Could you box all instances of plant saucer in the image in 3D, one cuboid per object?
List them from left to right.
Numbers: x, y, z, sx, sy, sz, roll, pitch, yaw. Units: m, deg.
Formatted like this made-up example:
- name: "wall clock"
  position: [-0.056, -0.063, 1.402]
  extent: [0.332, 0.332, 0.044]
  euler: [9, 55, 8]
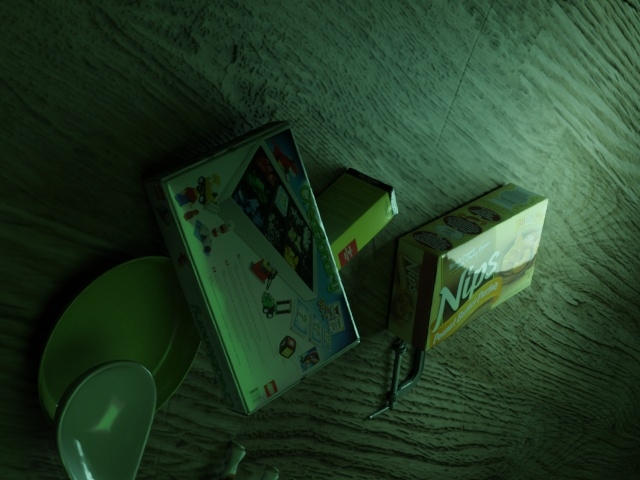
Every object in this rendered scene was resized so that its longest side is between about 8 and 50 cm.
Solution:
- name: "plant saucer"
  position: [-0.238, 0.123, 1.194]
  extent: [0.241, 0.037, 0.241]
  euler: [-30, 134, -38]

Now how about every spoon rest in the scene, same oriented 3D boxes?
- name: "spoon rest"
  position: [-0.256, 0.263, 1.160]
  extent: [0.137, 0.084, 0.276]
  euler: [-8, 120, -49]

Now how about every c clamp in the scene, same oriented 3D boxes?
- name: "c clamp"
  position: [0.144, 0.224, 1.748]
  extent: [0.137, 0.022, 0.161]
  euler: [-18, 126, -44]

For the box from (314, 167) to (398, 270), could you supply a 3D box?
- name: "box"
  position: [0.000, 0.000, 1.371]
  extent: [0.232, 0.087, 0.058]
  euler: [-43, 141, -26]

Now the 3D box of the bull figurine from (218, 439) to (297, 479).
- name: "bull figurine"
  position: [-0.117, 0.413, 1.479]
  extent: [0.188, 0.101, 0.310]
  euler: [-57, 144, -11]

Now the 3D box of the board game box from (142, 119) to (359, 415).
- name: "board game box"
  position: [-0.075, 0.031, 1.223]
  extent: [0.193, 0.053, 0.305]
  euler: [-29, 110, -34]

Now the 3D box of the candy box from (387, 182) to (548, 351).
- name: "candy box"
  position: [0.252, 0.038, 1.707]
  extent: [0.316, 0.087, 0.183]
  euler: [-24, 130, -40]
